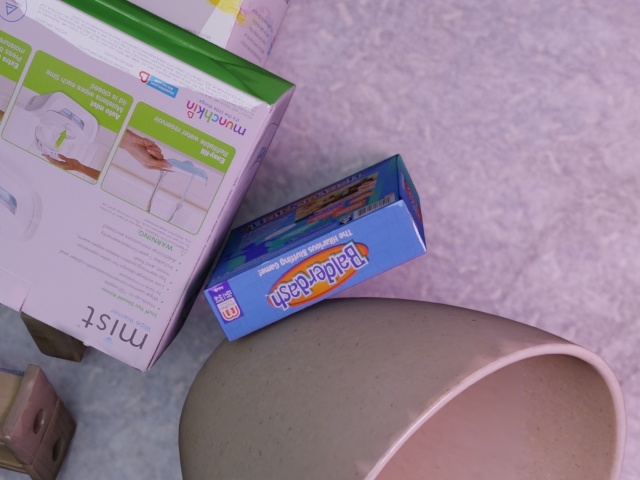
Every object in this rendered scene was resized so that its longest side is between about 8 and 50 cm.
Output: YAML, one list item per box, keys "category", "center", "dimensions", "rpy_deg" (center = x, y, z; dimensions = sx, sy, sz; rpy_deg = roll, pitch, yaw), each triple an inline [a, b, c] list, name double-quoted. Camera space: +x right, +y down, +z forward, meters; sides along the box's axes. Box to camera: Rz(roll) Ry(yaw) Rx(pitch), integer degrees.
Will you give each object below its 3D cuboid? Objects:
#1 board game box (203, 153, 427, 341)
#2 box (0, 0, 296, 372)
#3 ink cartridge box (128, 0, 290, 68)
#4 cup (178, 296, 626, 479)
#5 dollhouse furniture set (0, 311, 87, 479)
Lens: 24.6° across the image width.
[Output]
- category: "board game box"
  center: [0.000, 0.000, 1.143]
  dimensions: [0.160, 0.210, 0.047]
  rpy_deg: [-25, 101, 8]
- category: "box"
  center: [-0.188, -0.066, 1.111]
  dimensions: [0.262, 0.127, 0.231]
  rpy_deg: [26, 106, 2]
- category: "ink cartridge box"
  center: [-0.103, -0.207, 1.225]
  dimensions: [0.127, 0.128, 0.176]
  rpy_deg: [20, 88, 11]
- category: "cup"
  center: [0.030, 0.173, 1.093]
  dimensions: [0.237, 0.331, 0.331]
  rpy_deg: [31, 91, 40]
- category: "dollhouse furniture set"
  center: [-0.268, 0.095, 1.243]
  dimensions: [0.129, 0.129, 0.183]
  rpy_deg: [12, 62, 12]
